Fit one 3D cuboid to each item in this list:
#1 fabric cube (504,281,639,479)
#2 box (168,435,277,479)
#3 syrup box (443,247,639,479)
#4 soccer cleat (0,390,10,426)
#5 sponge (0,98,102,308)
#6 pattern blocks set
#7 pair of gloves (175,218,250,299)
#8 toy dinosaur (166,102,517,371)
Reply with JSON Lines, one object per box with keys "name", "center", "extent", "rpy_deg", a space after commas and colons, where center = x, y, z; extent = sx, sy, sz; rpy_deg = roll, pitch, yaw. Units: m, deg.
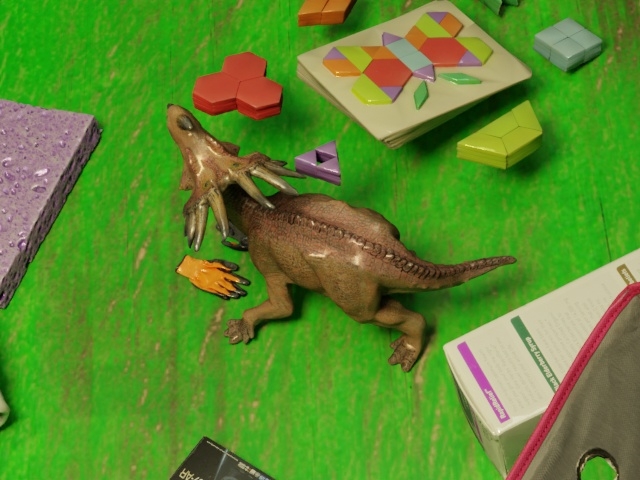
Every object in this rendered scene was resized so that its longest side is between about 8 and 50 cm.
{"name": "fabric cube", "center": [0.298, 0.189, 1.041], "extent": [0.254, 0.258, 0.259], "rpy_deg": [-56, 20, -22]}
{"name": "box", "center": [-0.081, 0.206, 1.330], "extent": [0.083, 0.018, 0.067], "rpy_deg": [28, 67, 28]}
{"name": "syrup box", "center": [0.223, 0.086, 1.286], "extent": [0.237, 0.093, 0.096], "rpy_deg": [-25, 56, -3]}
{"name": "soccer cleat", "center": [-0.335, 0.096, 1.416], "extent": [0.143, 0.116, 0.331], "rpy_deg": [8, 64, -12]}
{"name": "sponge", "center": [-0.302, -0.040, 1.542], "extent": [0.117, 0.031, 0.210], "rpy_deg": [13, 62, 22]}
{"name": "pattern blocks set", "center": [0.080, -0.154, 1.468], "extent": [0.285, 0.026, 0.325], "rpy_deg": [33, 52, 28]}
{"name": "pair of gloves", "center": [-0.081, 0.013, 1.464], "extent": [0.074, 0.010, 0.083], "rpy_deg": [27, 66, 28]}
{"name": "toy dinosaur", "center": [0.000, 0.000, 1.336], "extent": [0.296, 0.200, 0.127], "rpy_deg": [12, 61, 20]}
